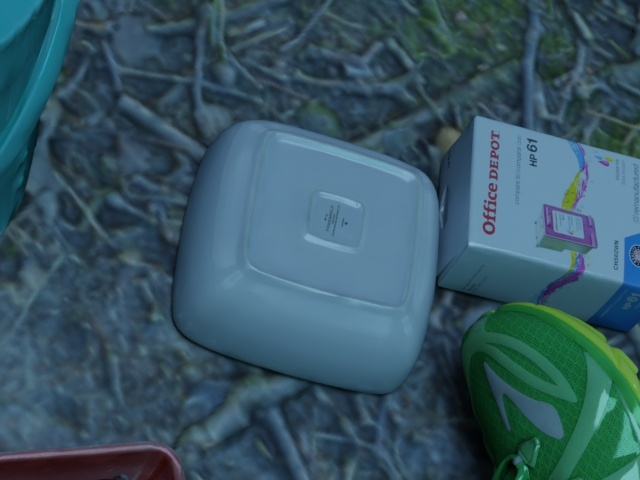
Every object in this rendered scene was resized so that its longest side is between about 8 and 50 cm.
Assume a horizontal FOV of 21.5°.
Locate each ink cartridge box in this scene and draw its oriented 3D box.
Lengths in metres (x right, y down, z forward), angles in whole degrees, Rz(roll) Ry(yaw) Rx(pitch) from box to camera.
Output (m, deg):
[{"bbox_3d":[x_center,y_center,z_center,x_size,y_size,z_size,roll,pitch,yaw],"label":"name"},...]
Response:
[{"bbox_3d":[0.130,-0.009,0.954,0.122,0.052,0.088,13,58,-12],"label":"ink cartridge box"}]

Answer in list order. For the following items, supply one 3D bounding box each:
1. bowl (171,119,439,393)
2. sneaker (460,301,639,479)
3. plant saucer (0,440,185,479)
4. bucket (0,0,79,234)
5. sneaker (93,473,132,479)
[{"bbox_3d":[0.000,0.000,0.901,0.142,0.053,0.142,17,56,-12],"label":"bowl"},{"bbox_3d":[0.113,0.162,0.816,0.124,0.109,0.295,1,62,-25],"label":"sneaker"},{"bbox_3d":[-0.169,0.221,0.714,0.259,0.047,0.258,-2,63,-21],"label":"plant saucer"},{"bbox_3d":[-0.250,-0.115,0.791,0.281,0.183,0.281,9,59,-16],"label":"bucket"},{"bbox_3d":[-0.102,0.132,0.739,0.158,0.061,0.065,18,30,-11],"label":"sneaker"}]
